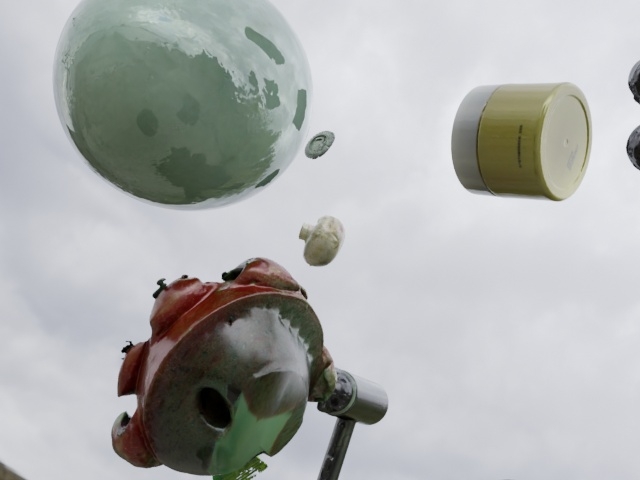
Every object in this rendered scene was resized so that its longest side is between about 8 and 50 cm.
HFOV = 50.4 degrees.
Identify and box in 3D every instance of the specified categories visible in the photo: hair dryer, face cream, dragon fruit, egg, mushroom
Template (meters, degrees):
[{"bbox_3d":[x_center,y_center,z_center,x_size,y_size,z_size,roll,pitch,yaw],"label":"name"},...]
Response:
[{"bbox_3d":[0.020,0.340,1.117,0.078,0.248,0.195,10,-14,30],"label":"hair dryer"},{"bbox_3d":[0.382,-0.187,1.284,0.179,0.218,0.218,10,-40,45],"label":"face cream"},{"bbox_3d":[-0.103,0.159,0.771,0.130,0.268,0.295,39,-52,32],"label":"dragon fruit"},{"bbox_3d":[-0.148,-0.171,0.792,0.276,0.389,0.276,1,-84,8],"label":"egg"},{"bbox_3d":[0.000,0.000,1.032,0.067,0.084,0.084,23,-41,3],"label":"mushroom"}]

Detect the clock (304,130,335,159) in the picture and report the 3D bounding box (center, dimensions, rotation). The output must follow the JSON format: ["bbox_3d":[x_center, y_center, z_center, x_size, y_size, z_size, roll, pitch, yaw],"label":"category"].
[{"bbox_3d":[-0.003,-0.203,1.434,0.010,0.074,0.083,41,-8,-35],"label":"clock"}]

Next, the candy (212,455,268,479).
[{"bbox_3d":[-0.129,0.258,0.951,0.032,0.178,0.102,19,-53,-38],"label":"candy"}]

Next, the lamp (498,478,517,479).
[{"bbox_3d":[0.328,0.375,0.754,0.371,0.108,0.130,7,-43,53],"label":"lamp"}]

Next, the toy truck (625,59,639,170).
[{"bbox_3d":[0.507,-0.166,0.874,0.176,0.161,0.213,-6,-73,2],"label":"toy truck"}]
